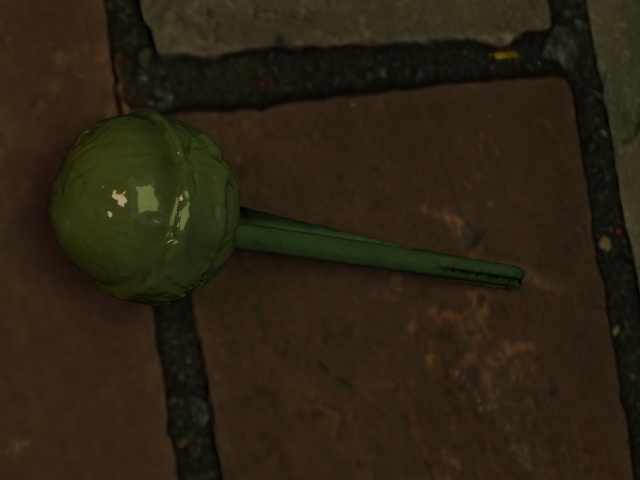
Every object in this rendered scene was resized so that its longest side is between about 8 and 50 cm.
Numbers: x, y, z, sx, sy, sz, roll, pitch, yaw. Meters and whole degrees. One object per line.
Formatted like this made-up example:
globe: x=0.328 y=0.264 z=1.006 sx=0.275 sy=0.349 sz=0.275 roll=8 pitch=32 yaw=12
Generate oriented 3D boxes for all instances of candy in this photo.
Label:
candy: x=0.000 y=0.000 z=0.847 sx=0.335 sy=0.093 sz=0.092 roll=10 pitch=121 yaw=-42
